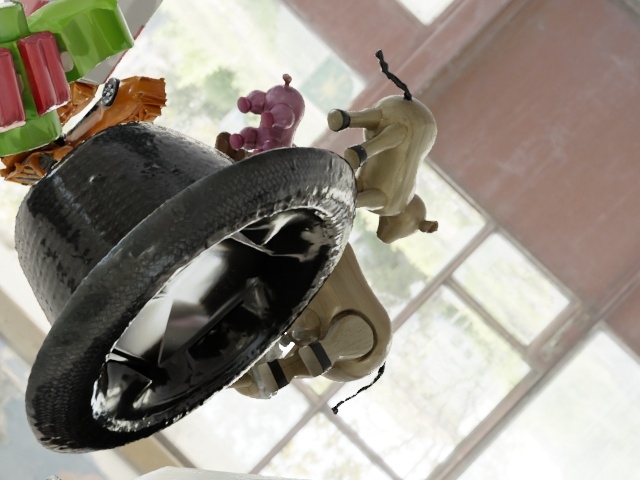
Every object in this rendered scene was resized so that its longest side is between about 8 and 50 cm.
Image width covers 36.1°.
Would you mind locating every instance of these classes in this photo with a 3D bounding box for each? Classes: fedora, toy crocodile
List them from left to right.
[{"bbox_3d":[-0.265,-0.102,0.704,0.340,0.105,0.115,-41,-56,-53],"label":"toy crocodile"},{"bbox_3d":[-0.122,0.012,0.749,0.152,0.334,0.334,46,-179,17],"label":"fedora"}]

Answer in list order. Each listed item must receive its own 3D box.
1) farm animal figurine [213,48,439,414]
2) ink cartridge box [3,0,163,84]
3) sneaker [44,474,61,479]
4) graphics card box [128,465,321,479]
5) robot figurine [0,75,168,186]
[{"bbox_3d":[0.000,0.000,0.975,0.330,0.172,0.326,-6,99,45],"label":"farm animal figurine"},{"bbox_3d":[-0.273,-0.370,1.119,0.131,0.226,0.306,5,-122,-34],"label":"ink cartridge box"},{"bbox_3d":[-0.459,0.446,1.691,0.135,0.058,0.052,1,120,51],"label":"sneaker"},{"bbox_3d":[-0.082,0.254,0.776,0.233,0.094,0.371,2,174,13],"label":"graphics card box"},{"bbox_3d":[-0.354,-0.153,1.385,0.211,0.291,0.085,13,-123,-38],"label":"robot figurine"}]
